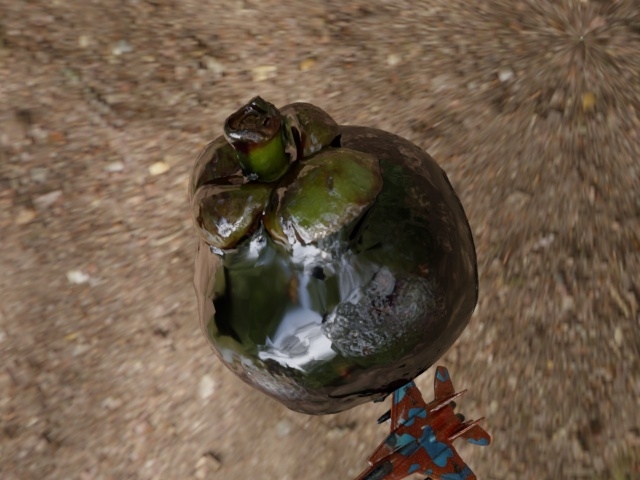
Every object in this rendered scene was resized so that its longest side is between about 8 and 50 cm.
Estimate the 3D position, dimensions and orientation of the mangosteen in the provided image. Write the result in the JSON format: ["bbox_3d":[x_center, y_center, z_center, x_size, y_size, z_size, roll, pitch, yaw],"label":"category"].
[{"bbox_3d":[0.004,0.001,1.544,0.233,0.287,0.287,-10,95,-12],"label":"mangosteen"}]

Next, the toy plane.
[{"bbox_3d":[0.072,0.193,1.602,0.189,0.061,0.130,-32,91,-28],"label":"toy plane"}]
